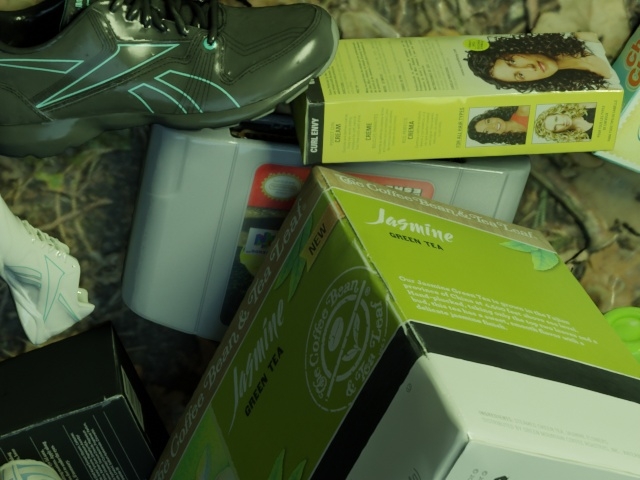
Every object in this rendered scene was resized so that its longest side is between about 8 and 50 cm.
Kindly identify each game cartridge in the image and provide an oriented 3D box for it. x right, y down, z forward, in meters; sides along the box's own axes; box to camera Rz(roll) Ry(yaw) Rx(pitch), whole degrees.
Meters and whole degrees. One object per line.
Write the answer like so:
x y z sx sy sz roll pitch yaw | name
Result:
0.000 0.000 1.360 0.294 0.060 0.196 5 128 -13 | game cartridge

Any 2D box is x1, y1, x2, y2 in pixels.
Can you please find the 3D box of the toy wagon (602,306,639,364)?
0.170 0.189 1.500 0.344 0.068 0.267 -9 130 1 | toy wagon

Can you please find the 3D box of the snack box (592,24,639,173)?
0.353 -0.170 1.291 0.187 0.060 0.322 19 120 -21 | snack box

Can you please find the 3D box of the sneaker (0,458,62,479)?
-0.200 0.273 1.376 0.085 0.086 0.237 -21 127 2 | sneaker

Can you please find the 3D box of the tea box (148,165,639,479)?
0.059 0.182 1.247 0.220 0.323 0.329 16 115 -28 | tea box

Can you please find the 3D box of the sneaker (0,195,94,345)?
-0.220 0.012 1.335 0.061 0.054 0.152 -23 132 -4 | sneaker

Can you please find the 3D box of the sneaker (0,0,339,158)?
-0.120 -0.132 1.214 0.267 0.101 0.106 -13 124 -1 | sneaker

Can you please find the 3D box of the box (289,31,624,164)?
0.097 -0.106 1.280 0.232 0.087 0.058 -4 128 -8 | box

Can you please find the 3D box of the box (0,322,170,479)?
-0.206 0.217 1.448 0.184 0.103 0.261 -21 126 1 | box
